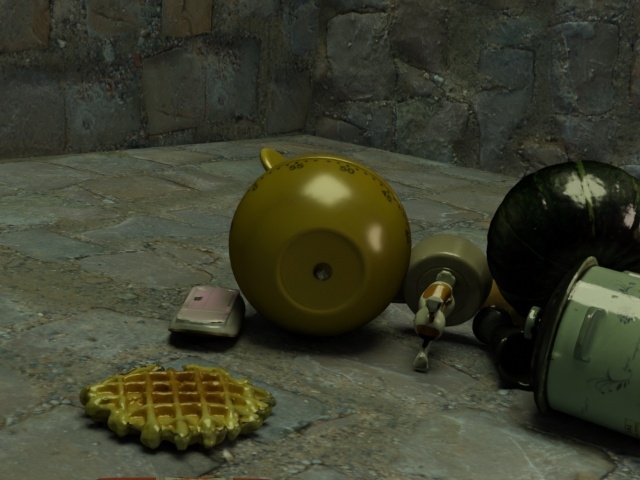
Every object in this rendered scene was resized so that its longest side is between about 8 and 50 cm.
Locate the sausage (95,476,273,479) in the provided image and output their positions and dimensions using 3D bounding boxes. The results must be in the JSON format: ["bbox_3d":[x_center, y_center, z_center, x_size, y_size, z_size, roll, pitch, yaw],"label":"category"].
[{"bbox_3d":[-0.164,0.309,1.304,0.253,0.034,0.034,4,14,-12],"label":"sausage"}]

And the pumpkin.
[{"bbox_3d":[0.462,0.011,1.894,0.323,0.323,0.241,6,28,-1],"label":"pumpkin"}]

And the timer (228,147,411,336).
[{"bbox_3d":[0.000,0.000,1.999,0.376,0.376,0.387,6,18,0],"label":"timer"}]

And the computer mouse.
[{"bbox_3d":[-0.205,0.138,1.939,0.126,0.056,0.245,5,14,0],"label":"computer mouse"}]

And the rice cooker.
[{"bbox_3d":[0.466,0.172,1.666,0.317,0.264,0.316,19,-5,2],"label":"rice cooker"}]

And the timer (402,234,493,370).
[{"bbox_3d":[0.216,0.114,1.931,0.175,0.175,0.266,9,23,11],"label":"timer"}]

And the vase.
[{"bbox_3d":[0.339,0.183,1.909,0.116,0.115,0.237,4,9,-7],"label":"vase"}]

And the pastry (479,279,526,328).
[{"bbox_3d":[0.467,0.085,2.170,0.285,0.184,0.316,9,14,16],"label":"pastry"}]

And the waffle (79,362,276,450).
[{"bbox_3d":[-0.202,0.235,1.549,0.250,0.056,0.261,13,13,27],"label":"waffle"}]

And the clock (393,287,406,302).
[{"bbox_3d":[0.155,0.091,2.320,0.185,0.040,0.184,6,14,-1],"label":"clock"}]
